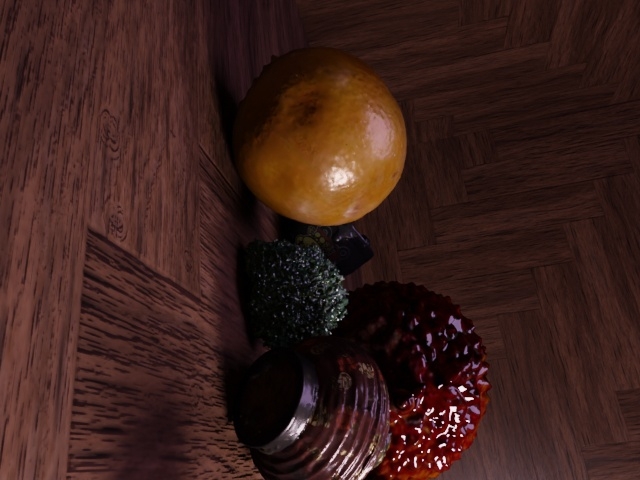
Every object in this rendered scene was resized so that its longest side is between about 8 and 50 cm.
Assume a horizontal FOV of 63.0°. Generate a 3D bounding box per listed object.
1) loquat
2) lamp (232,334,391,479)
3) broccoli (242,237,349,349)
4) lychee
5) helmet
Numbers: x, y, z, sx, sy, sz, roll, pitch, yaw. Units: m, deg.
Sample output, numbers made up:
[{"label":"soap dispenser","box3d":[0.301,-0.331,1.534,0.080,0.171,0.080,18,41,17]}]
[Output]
[{"label":"loquat","box3d":[-0.004,-0.187,0.967,0.328,0.328,0.328,-10,90,-82]},{"label":"lamp","box3d":[-0.001,0.261,0.776,0.247,0.247,0.247,-10,90,-82]},{"label":"broccoli","box3d":[-0.067,0.093,0.943,0.219,0.194,0.194,56,12,-6]},{"label":"lychee","box3d":[0.146,0.291,1.091,0.500,0.425,0.424,-16,96,-85]},{"label":"helmet","box3d":[0.000,0.000,1.286,0.230,0.160,0.279,46,-8,-8]}]
